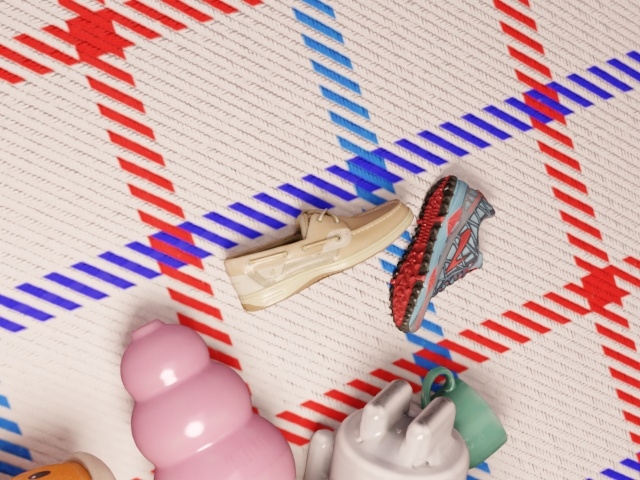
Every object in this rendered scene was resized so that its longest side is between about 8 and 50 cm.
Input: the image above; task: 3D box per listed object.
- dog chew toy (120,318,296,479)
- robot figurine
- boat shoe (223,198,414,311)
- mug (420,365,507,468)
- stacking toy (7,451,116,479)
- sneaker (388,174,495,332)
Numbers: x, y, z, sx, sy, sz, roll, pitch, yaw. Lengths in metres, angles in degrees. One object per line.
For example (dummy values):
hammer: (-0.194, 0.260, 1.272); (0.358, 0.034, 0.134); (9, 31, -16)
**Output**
dog chew toy: (-0.174, 0.267, 1.464); (0.206, 0.206, 0.332); (-28, 93, -15)
robot figurine: (0.107, 0.388, 1.525); (0.200, 0.300, 0.353); (-26, 132, -53)
boat shoe: (0.000, 0.000, 1.553); (0.302, 0.109, 0.098); (-27, 101, -10)
mug: (0.209, 0.288, 1.625); (0.097, 0.129, 0.158); (-38, 73, -11)
stacking toy: (-0.495, 0.431, 1.245); (0.480, 0.350, 0.351); (8, 90, -29)
sneaker: (0.203, 0.035, 1.620); (0.125, 0.104, 0.262); (25, 85, -19)
